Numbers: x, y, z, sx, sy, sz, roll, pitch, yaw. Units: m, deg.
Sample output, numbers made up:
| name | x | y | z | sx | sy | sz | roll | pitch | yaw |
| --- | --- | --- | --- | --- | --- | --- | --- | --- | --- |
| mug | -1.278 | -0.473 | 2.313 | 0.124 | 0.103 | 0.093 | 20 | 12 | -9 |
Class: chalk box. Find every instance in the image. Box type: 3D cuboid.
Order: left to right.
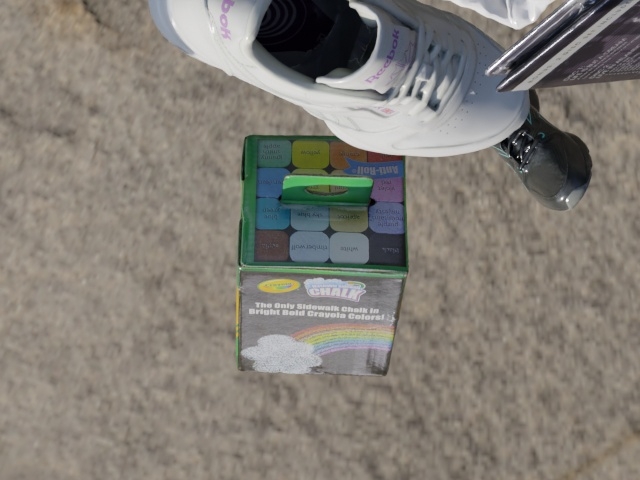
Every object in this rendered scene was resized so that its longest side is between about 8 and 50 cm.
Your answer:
| name | x | y | z | sx | sy | sz | roll | pitch | yaw |
| --- | --- | --- | --- | --- | --- | --- | --- | --- | --- |
| chalk box | 0.000 | 0.000 | 1.218 | 0.132 | 0.132 | 0.213 | 3 | 145 | -3 |

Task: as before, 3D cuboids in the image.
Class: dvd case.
| name | x | y | z | sx | sy | sz | roll | pitch | yaw |
| --- | --- | --- | --- | --- | --- | --- | --- | --- | --- |
| dvd case | 0.207 | -0.126 | 0.741 | 0.164 | 0.221 | 0.018 | -39 | 67 | 48 |

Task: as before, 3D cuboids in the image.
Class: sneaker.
| name | x | y | z | sx | sy | sz | roll | pitch | yaw |
| --- | --- | --- | --- | --- | --- | --- | --- | --- | --- |
| sneaker | 0.035 | -0.113 | 1.026 | 0.305 | 0.152 | 0.114 | 15 | 101 | -34 |
| sneaker | 0.249 | -0.129 | 1.951 | 0.106 | 0.267 | 0.101 | 15 | 117 | -33 |

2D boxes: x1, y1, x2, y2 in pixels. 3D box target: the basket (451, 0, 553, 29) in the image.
| name | x | y | z | sx | sy | sz | roll | pitch | yaw |
| --- | --- | --- | --- | --- | --- | --- | --- | --- | --- |
| basket | 0.152 | -0.444 | 1.515 | 0.331 | 0.266 | 0.328 | 17 | 138 | -27 |
